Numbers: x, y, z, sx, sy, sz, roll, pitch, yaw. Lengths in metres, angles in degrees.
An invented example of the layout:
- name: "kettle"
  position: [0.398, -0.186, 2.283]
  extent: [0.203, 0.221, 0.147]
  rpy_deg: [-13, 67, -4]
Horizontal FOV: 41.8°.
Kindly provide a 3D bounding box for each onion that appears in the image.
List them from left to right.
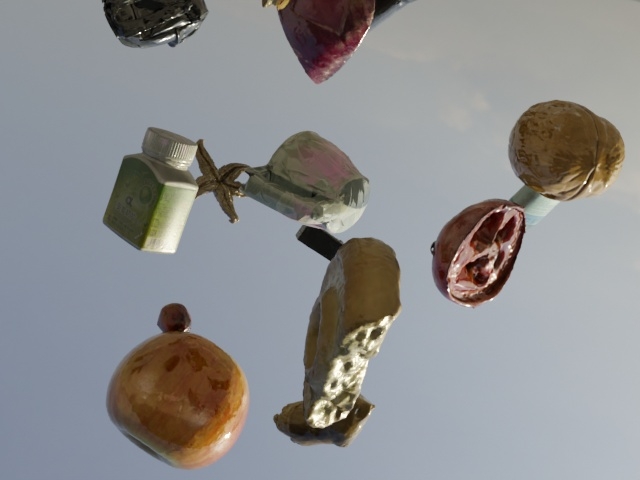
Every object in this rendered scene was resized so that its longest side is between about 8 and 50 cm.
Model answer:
- name: "onion"
  position: [-0.007, -0.467, 1.631]
  extent: [0.111, 0.247, 0.250]
  rpy_deg: [4, -121, -35]

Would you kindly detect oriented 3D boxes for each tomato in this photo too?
- name: "tomato"
  position: [0.282, 0.012, 1.563]
  extent: [0.228, 0.227, 0.101]
  rpy_deg: [-8, -146, -41]

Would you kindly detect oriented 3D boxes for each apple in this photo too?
- name: "apple"
  position: [-0.277, 0.311, 1.655]
  extent: [0.286, 0.286, 0.233]
  rpy_deg: [23, -116, 22]

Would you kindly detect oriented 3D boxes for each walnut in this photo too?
- name: "walnut"
  position: [0.389, -0.144, 1.351]
  extent: [0.165, 0.165, 0.197]
  rpy_deg: [3, -167, -23]

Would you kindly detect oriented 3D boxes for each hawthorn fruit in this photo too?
- name: "hawthorn fruit"
  position: [-0.300, 0.168, 1.740]
  extent: [0.077, 0.077, 0.077]
  rpy_deg: [11, -157, -5]

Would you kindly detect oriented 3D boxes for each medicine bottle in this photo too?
- name: "medicine bottle"
  position: [-0.277, -0.087, 1.409]
  extent: [0.132, 0.188, 0.088]
  rpy_deg: [31, -165, 39]
- name: "medicine bottle"
  position: [0.434, -0.095, 1.633]
  extent: [0.090, 0.208, 0.053]
  rpy_deg: [7, -131, -31]

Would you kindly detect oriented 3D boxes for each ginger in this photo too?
- name: "ginger"
  position: [0.011, 0.307, 1.443]
  extent: [0.190, 0.095, 0.069]
  rpy_deg: [-12, -152, 23]

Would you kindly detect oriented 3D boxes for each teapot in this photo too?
- name: "teapot"
  position: [-0.011, -0.104, 1.512]
  extent: [0.178, 0.163, 0.222]
  rpy_deg: [33, -176, 31]

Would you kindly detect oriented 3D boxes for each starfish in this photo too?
- name: "starfish"
  position: [-0.228, -0.137, 1.928]
  extent: [0.227, 0.043, 0.240]
  rpy_deg: [-5, -119, -48]

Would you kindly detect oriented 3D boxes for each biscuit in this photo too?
- name: "biscuit"
  position: [0.032, 0.110, 1.119]
  extent: [0.091, 0.274, 0.213]
  rpy_deg: [11, -141, -6]

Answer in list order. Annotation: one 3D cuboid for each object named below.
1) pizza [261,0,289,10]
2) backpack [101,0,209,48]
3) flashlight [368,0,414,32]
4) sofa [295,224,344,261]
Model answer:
- name: "pizza"
  position: [-0.052, -0.465, 1.463]
  extent: [0.062, 0.161, 0.182]
  rpy_deg: [38, 168, -17]
- name: "backpack"
  position: [-0.373, -0.526, 1.869]
  extent: [0.258, 0.206, 0.133]
  rpy_deg: [-35, -162, -34]
- name: "flashlight"
  position: [0.150, -0.494, 1.672]
  extent: [0.103, 0.424, 0.103]
  rpy_deg: [43, -153, -29]
- name: "sofa"
  position: [0.000, 0.000, 2.143]
  extent: [0.118, 0.060, 0.039]
  rpy_deg: [33, -167, -19]
